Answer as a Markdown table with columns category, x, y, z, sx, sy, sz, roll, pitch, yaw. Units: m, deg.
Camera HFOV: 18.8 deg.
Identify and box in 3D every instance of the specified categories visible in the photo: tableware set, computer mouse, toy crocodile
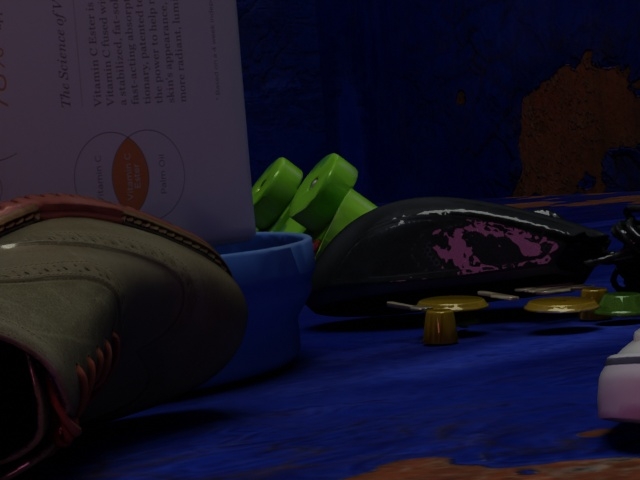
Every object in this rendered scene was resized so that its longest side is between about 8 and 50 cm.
| category | x | y | z | sx | sy | sz | roll | pitch | yaw |
| --- | --- | --- | --- | --- | --- | --- | --- | --- | --- |
| tableware set | 0.127 | 0.048 | 1.225 | 0.154 | 0.024 | 0.104 | -5 | 6 | -28 |
| computer mouse | 0.120 | 0.003 | 1.346 | 0.272 | 0.072 | 0.188 | -6 | -10 | 8 |
| toy crocodile | 0.000 | 0.000 | 1.654 | 0.115 | 0.105 | 0.340 | 38 | -11 | -15 |

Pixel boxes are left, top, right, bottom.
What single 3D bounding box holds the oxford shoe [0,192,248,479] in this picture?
| category | x | y | z | sx | sy | sz | roll | pitch | yaw |
| --- | --- | --- | --- | --- | --- | --- | --- | --- | --- |
| oxford shoe | -0.135 | 0.060 | 0.819 | 0.130 | 0.123 | 0.348 | 30 | 21 | 33 |

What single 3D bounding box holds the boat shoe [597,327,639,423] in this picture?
| category | x | y | z | sx | sy | sz | roll | pitch | yaw |
| --- | --- | --- | --- | --- | --- | --- | --- | --- | --- |
| boat shoe | 0.200 | 0.026 | 0.843 | 0.096 | 0.088 | 0.267 | -2 | 4 | 39 |

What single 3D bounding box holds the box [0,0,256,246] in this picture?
| category | x | y | z | sx | sy | sz | roll | pitch | yaw |
| --- | --- | --- | --- | --- | --- | --- | --- | --- | --- |
| box | -0.222 | -0.087 | 1.005 | 0.345 | 0.215 | 0.168 | -7 | 3 | -43 |

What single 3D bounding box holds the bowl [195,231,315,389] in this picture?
| category | x | y | z | sx | sy | sz | roll | pitch | yaw |
| --- | --- | --- | --- | --- | --- | --- | --- | --- | --- |
| bowl | -0.195 | 0.049 | 1.149 | 0.391 | 0.077 | 0.391 | -4 | 3 | 0 |
